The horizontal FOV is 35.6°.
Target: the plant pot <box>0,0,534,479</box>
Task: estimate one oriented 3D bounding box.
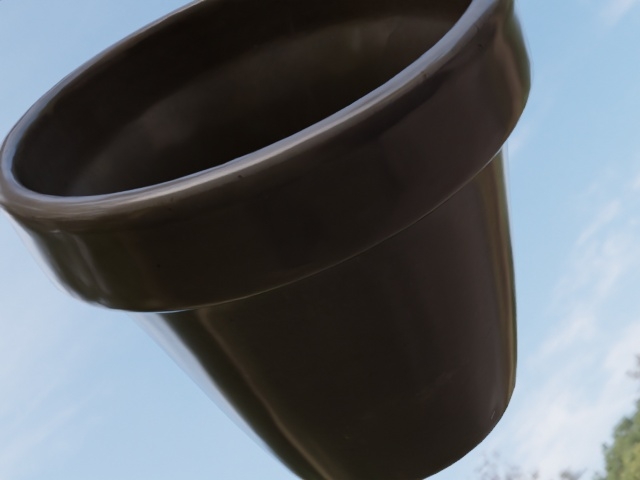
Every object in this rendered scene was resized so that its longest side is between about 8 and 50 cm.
[{"bbox_3d":[0.000,0.000,0.521,0.263,0.263,0.229,-36,-58,-20],"label":"plant pot"}]
